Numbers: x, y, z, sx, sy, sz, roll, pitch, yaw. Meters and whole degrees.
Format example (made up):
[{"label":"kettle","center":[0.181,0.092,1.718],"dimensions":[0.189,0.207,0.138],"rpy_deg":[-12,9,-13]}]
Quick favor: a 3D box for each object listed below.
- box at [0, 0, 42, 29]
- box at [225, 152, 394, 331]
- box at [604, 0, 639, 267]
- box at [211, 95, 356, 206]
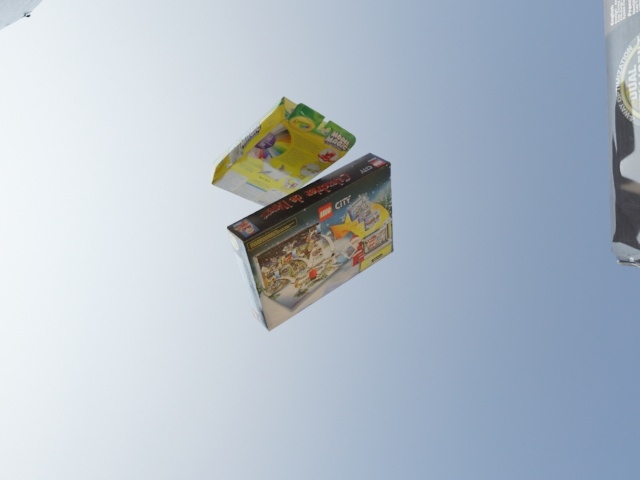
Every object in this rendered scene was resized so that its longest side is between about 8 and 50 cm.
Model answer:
[{"label":"box","center":[-0.221,-0.161,0.208],"dimensions":[0.108,0.207,0.153],"rpy_deg":[-20,-56,29]},{"label":"box","center":[0.000,0.000,0.646],"dimensions":[0.044,0.233,0.159],"rpy_deg":[36,-34,42]},{"label":"box","center":[0.363,-0.185,0.322],"dimensions":[0.319,0.097,0.394],"rpy_deg":[-6,-86,-10]},{"label":"box","center":[-0.050,-0.112,0.615],"dimensions":[0.179,0.105,0.043],"rpy_deg":[-29,-127,38]}]
